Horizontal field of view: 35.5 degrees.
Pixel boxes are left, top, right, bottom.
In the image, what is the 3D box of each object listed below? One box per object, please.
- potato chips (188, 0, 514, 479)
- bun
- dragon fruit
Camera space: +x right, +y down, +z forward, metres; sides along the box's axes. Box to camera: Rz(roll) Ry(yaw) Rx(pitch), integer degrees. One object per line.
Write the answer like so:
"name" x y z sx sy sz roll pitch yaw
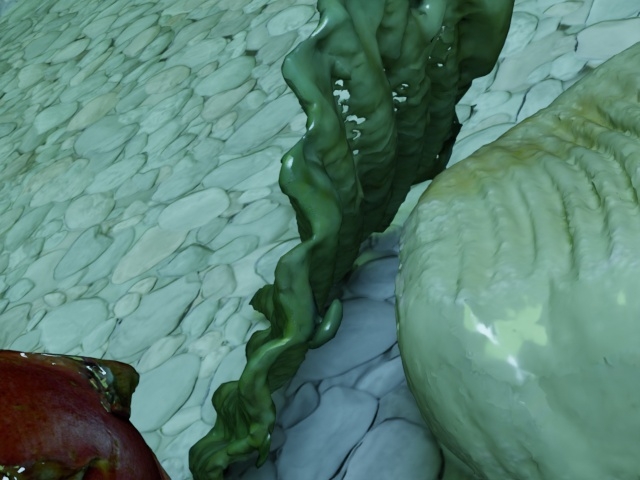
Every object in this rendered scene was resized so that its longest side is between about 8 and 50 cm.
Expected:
"potato chips" 0.004 -0.005 0.678 0.097 0.389 0.373 28 50 6
"bun" 0.223 0.015 0.520 0.365 0.219 0.365 -27 21 11
"dragon fruit" -0.214 0.182 0.651 0.315 0.250 0.250 -24 27 51
